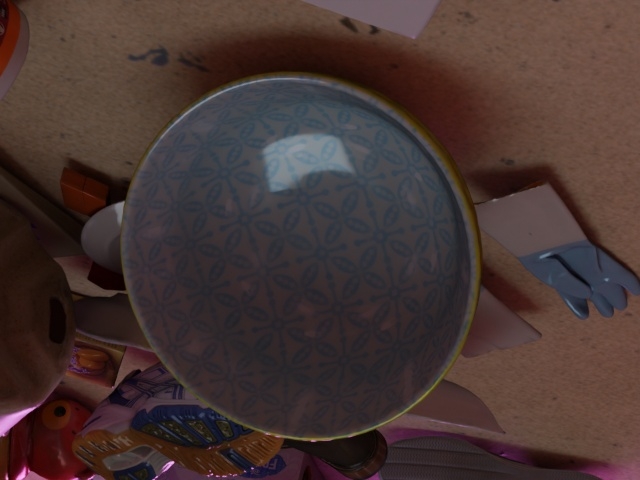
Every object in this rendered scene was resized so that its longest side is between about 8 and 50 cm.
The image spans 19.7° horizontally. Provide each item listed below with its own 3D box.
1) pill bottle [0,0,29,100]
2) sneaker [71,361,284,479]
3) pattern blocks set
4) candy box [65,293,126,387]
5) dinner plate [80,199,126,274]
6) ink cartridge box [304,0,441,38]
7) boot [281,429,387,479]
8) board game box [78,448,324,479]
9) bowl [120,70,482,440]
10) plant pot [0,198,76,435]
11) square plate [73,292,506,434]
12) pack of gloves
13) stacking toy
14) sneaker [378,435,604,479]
[{"bbox_3d":[-0.333,-0.180,1.364,0.121,0.121,0.221,-14,141,41],"label":"pill bottle"},{"bbox_3d":[-0.134,0.162,1.850,0.296,0.131,0.112,-11,130,46],"label":"sneaker"},{"bbox_3d":[-0.311,-0.030,1.723,0.285,0.026,0.325,-1,150,23],"label":"pattern blocks set"},{"bbox_3d":[-0.292,0.090,1.907,0.187,0.053,0.109,17,153,-5],"label":"candy box"},{"bbox_3d":[-0.148,0.003,1.687,0.141,0.017,0.141,-3,146,-2],"label":"dinner plate"},{"bbox_3d":[0.061,-0.269,0.945,0.117,0.207,0.283,19,152,-7],"label":"ink cartridge box"},{"bbox_3d":[-0.038,0.168,1.877,0.219,0.082,0.106,18,162,38],"label":"boot"},{"bbox_3d":[-0.134,0.332,2.262,0.318,0.065,0.318,2,150,18],"label":"board game box"},{"bbox_3d":[0.000,0.000,1.476,0.290,0.289,0.156,6,-167,14],"label":"bowl"},{"bbox_3d":[-0.400,0.106,1.686,0.334,0.333,0.305,32,136,-31],"label":"plant pot"},{"bbox_3d":[-0.046,0.106,1.701,0.347,0.049,0.344,15,176,-20],"label":"square plate"},{"bbox_3d":[0.159,0.015,1.613,0.195,0.046,0.232,-18,143,26],"label":"pack of gloves"},{"bbox_3d":[-0.318,0.271,2.002,0.130,0.309,0.279,5,149,-1],"label":"stacking toy"},{"bbox_3d":[0.188,0.280,2.004,0.258,0.094,0.091,13,158,7],"label":"sneaker"}]
